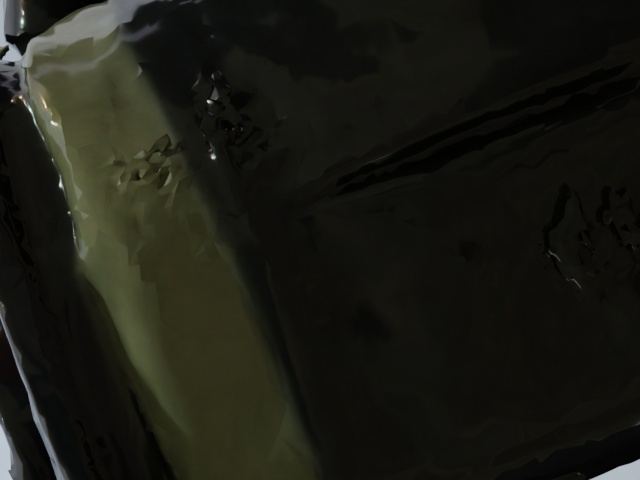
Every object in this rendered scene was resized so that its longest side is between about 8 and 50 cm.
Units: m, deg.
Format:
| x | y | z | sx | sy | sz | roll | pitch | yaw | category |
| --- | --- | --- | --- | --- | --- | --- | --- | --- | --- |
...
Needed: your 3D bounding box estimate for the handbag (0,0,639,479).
| x | y | z | sx | sy | sz | roll | pitch | yaw | category |
| --- | --- | --- | --- | --- | --- | --- | --- | --- | --- |
| 0.000 | 0.000 | 0.458 | 0.181 | 0.254 | 0.181 | -24 | -94 | -4 | handbag |
